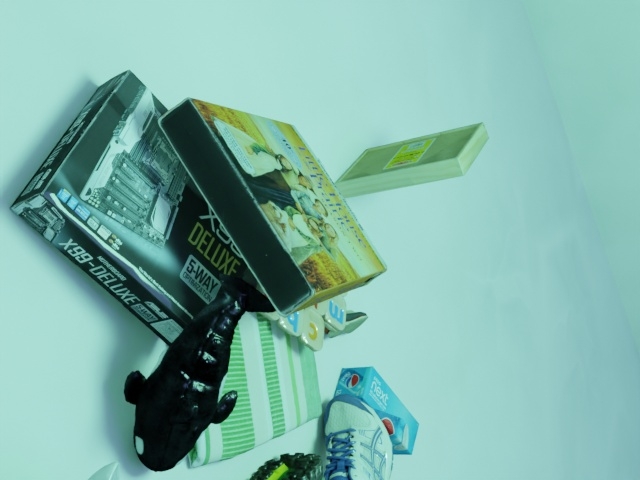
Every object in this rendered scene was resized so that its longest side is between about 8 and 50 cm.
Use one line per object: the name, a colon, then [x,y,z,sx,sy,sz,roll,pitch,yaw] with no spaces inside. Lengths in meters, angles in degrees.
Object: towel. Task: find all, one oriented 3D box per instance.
towel: [-0.109,0.197,1.348,0.325,0.038,0.247,-10,91,-58]

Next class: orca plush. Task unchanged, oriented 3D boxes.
orca plush: [-0.148,0.192,1.089,0.151,0.287,0.102,38,8,-28]

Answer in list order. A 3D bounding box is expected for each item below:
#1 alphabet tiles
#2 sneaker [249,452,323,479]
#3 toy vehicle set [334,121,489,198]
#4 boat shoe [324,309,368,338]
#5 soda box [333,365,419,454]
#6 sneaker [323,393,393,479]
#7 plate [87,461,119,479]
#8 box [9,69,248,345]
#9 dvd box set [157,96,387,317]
alphabet tiles: [-0.043,0.037,1.446,0.284,0.021,0.277,41,41,-39]
sneaker: [-0.080,0.446,1.244,0.344,0.134,0.146,-27,106,-56]
toy vehicle set: [0.174,-0.152,1.646,0.166,0.267,0.035,-49,122,-49]
boat shoe: [0.042,0.147,1.581,0.043,0.049,0.137,47,27,20]
soda box: [0.109,0.324,1.620,0.210,0.067,0.071,52,43,-36]
sneaker: [0.057,0.383,1.423,0.131,0.112,0.296,39,29,-52]
plate: [-0.281,0.402,0.906,0.277,0.045,0.278,109,-2,-53]
box: [-0.224,-0.035,1.152,0.307,0.077,0.242,48,45,-29]
dvd box set: [-0.047,-0.052,1.269,0.307,0.062,0.420,57,16,8]
